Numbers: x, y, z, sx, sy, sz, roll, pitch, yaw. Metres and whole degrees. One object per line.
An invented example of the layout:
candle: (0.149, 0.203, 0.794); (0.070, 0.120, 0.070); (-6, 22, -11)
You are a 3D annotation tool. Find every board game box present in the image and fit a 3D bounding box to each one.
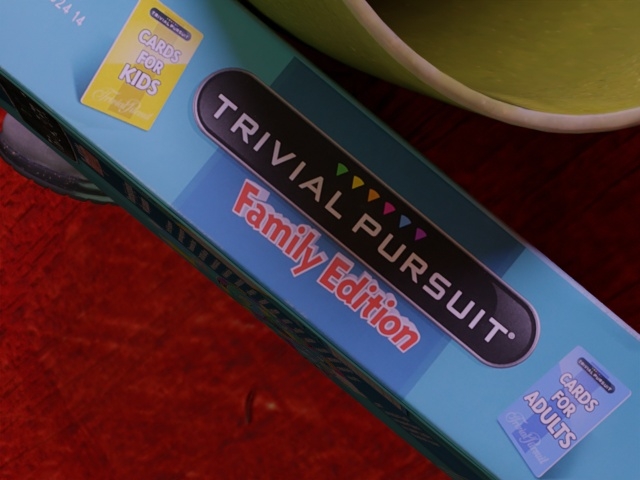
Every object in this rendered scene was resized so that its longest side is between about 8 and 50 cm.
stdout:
board game box: (0.000, 0.000, 0.746); (0.336, 0.079, 0.254); (40, 174, -2)

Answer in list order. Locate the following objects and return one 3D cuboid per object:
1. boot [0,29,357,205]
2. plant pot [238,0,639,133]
boot: (-0.072, -0.099, 0.938); (0.246, 0.083, 0.161); (12, 114, 31)
plant pot: (0.016, -0.191, 0.697); (0.293, 0.275, 0.274); (14, 121, 56)
